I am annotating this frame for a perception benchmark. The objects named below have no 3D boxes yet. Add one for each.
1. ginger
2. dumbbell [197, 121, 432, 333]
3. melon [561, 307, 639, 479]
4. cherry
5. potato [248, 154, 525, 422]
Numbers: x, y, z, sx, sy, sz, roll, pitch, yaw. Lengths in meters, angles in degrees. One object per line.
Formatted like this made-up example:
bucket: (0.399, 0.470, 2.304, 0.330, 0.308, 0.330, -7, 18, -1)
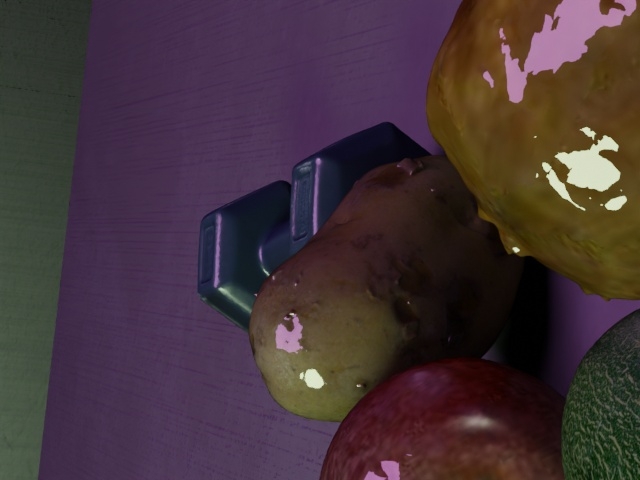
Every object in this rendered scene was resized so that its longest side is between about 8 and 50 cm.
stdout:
ginger: (0.168, -0.085, 0.797, 0.223, 0.200, 0.269, -55, -1, -10)
dumbbell: (0.000, 0.000, 1.514, 0.143, 0.156, 0.316, -59, 14, -22)
melon: (0.228, 0.132, 0.850, 0.287, 0.182, 0.182, -122, 44, -61)
cherry: (0.104, 0.199, 1.129, 0.239, 0.206, 0.239, 63, -178, -3)
potato: (0.057, 0.042, 1.257, 0.262, 0.165, 0.165, -48, 1, -34)
